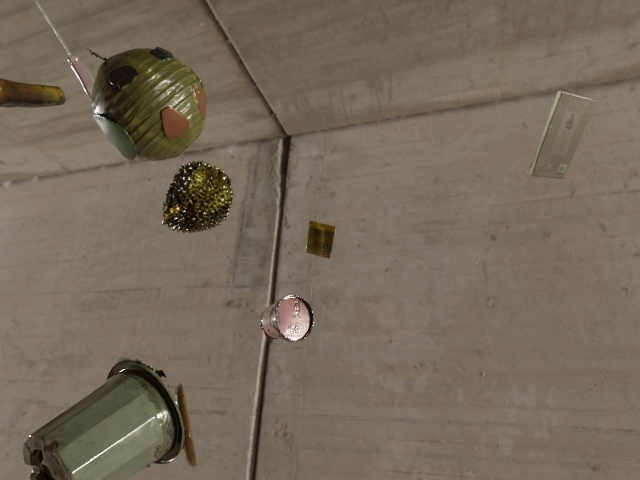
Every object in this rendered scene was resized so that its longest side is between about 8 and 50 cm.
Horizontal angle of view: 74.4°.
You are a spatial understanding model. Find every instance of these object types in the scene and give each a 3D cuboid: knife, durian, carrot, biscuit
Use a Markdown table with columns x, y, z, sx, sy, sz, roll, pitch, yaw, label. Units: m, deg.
| x | y | z | sx | sy | sz | roll | pitch | yaw | label |
| --- | --- | --- | --- | --- | --- | --- | --- | --- | --- |
| -0.751 | -0.574 | 1.255 | 0.043 | 0.336 | 0.081 | -30 | -158 | -14 | knife |
| -0.473 | -0.156 | 1.626 | 0.258 | 0.258 | 0.293 | 3 | -121 | 23 | durian |
| -0.743 | -0.368 | 1.061 | 0.070 | 0.070 | 0.260 | -20 | -166 | 11 | carrot |
| -0.445 | 0.603 | 1.381 | 0.037 | 0.262 | 0.262 | -11 | -125 | -20 | biscuit |

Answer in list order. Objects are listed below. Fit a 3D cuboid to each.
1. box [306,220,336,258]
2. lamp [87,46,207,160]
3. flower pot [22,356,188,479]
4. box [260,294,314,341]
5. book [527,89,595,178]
| x | y | z | sx | sy | sz | roll | pitch | yaw | label |
| --- | --- | --- | --- | --- | --- | --- | --- | --- | --- |
| 0.000 | 0.000 | 1.352 | 0.089 | 0.156 | 0.022 | 16 | -126 | 4 | box |
| -0.392 | -0.319 | 0.937 | 0.250 | 0.284 | 0.250 | -40 | -163 | 14 | lamp |
| -0.495 | 0.456 | 0.964 | 0.290 | 0.259 | 0.291 | 9 | -72 | 27 | flower pot |
| -0.120 | 0.266 | 1.418 | 0.135 | 0.151 | 0.151 | -22 | -129 | 49 | box |
| 0.583 | -0.249 | 1.021 | 0.016 | 0.138 | 0.199 | 42 | -54 | 54 | book |
